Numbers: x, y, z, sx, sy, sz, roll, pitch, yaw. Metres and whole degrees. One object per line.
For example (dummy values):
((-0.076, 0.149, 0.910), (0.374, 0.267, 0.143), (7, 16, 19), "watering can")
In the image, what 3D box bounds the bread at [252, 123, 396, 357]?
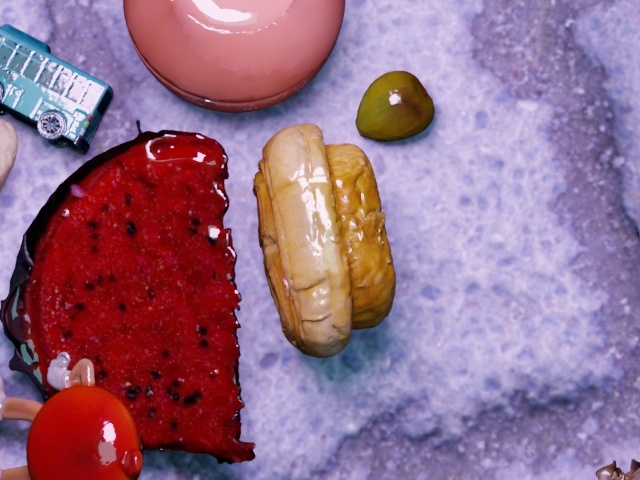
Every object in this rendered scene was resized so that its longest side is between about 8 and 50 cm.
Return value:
((0.000, -0.001, 1.726), (0.120, 0.198, 0.236), (-10, 83, -7), "bread")

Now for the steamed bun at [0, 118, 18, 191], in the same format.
((-0.386, -0.069, 1.762), (0.141, 0.172, 0.155), (48, 67, -6), "steamed bun")

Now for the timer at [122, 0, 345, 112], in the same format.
((-0.089, -0.246, 1.748), (0.230, 0.215, 0.229), (1, 81, -7), "timer")

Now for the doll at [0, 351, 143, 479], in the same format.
((-0.255, 0.203, 1.716), (0.217, 0.085, 0.183), (-6, 83, 33), "doll")

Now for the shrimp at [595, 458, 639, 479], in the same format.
((0.300, 0.255, 1.769), (0.117, 0.066, 0.262), (34, 83, 3), "shrimp")

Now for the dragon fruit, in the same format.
((-0.193, 0.056, 1.757), (0.282, 0.100, 0.343), (0, 98, 16), "dragon fruit")

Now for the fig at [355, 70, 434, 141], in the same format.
((0.074, -0.138, 1.808), (0.088, 0.074, 0.074), (-31, 85, 18), "fig")

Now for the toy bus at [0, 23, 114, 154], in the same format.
((-0.305, -0.164, 1.801), (0.160, 0.079, 0.091), (27, 85, 2), "toy bus")
